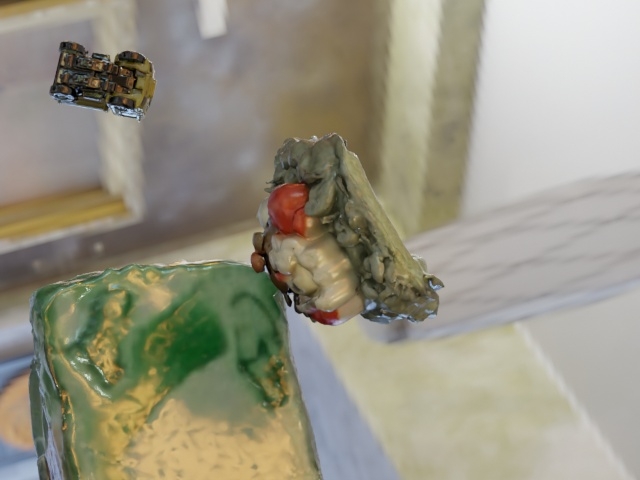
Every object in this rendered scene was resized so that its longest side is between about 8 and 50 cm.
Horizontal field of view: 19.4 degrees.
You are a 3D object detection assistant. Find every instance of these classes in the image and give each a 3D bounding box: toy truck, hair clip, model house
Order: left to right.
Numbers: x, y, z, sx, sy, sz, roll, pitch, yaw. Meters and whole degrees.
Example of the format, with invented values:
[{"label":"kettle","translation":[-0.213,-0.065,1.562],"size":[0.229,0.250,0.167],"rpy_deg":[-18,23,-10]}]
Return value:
[{"label":"toy truck","translation":[-0.176,-0.129,1.539],"size":[0.054,0.083,0.049],"rpy_deg":[90,10,-76]},{"label":"model house","translation":[-0.134,0.175,1.489],"size":[0.325,0.194,0.267],"rpy_deg":[139,-61,-69]},{"label":"hair clip","translation":[-0.002,0.001,1.223],"size":[0.138,0.091,0.321],"rpy_deg":[59,-2,-2]}]
